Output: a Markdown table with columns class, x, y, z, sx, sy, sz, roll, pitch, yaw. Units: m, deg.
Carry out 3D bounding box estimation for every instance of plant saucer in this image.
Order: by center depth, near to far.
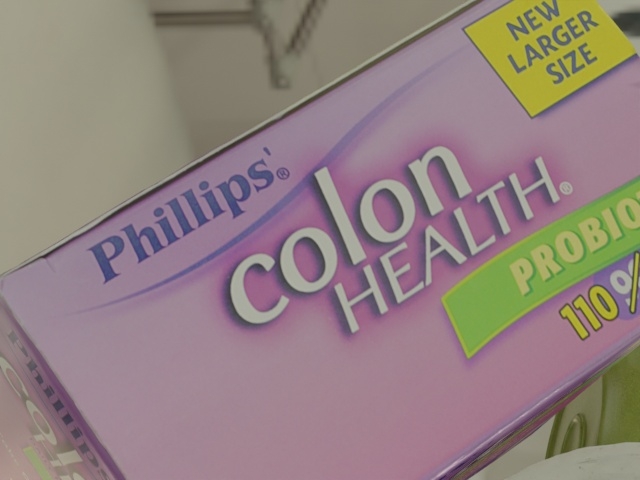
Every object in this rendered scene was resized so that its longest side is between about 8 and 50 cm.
| class | x | y | z | sx | sy | sz | roll | pitch | yaw |
| --- | --- | --- | --- | --- | --- | --- | --- | --- | --- |
| plant saucer | 0.226 | 0.183 | 1.479 | 0.241 | 0.037 | 0.241 | -167 | -90 | -86 |

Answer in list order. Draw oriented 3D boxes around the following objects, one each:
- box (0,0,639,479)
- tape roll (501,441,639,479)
| class | x | y | z | sx | sy | sz | roll | pitch | yaw |
| --- | --- | --- | --- | --- | --- | --- | --- | --- | --- |
| box | 0.001 | 0.046 | 0.615 | 0.213 | 0.117 | 0.243 | -32 | 168 | -22 |
| tape roll | 0.177 | 0.261 | 0.980 | 0.100 | 0.286 | 0.286 | 58 | 39 | -51 |
